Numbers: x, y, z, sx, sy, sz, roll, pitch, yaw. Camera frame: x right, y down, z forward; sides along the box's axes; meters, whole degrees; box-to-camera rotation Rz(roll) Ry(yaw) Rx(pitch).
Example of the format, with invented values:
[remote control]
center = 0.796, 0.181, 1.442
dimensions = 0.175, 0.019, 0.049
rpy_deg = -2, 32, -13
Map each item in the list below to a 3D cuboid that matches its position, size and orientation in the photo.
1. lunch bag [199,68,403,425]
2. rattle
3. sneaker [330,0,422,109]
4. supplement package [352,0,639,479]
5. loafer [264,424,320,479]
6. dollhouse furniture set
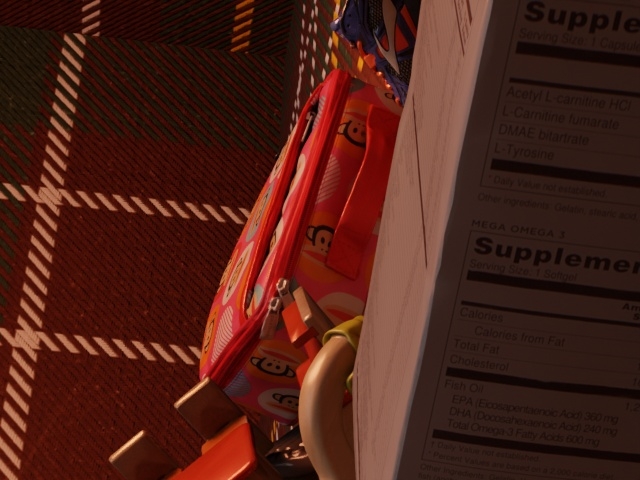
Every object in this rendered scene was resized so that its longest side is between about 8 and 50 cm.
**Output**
[lunch bag]
center = 0.000, 0.000, 1.467
dimensions = 0.258, 0.120, 0.293
rpy_deg = 127, 164, -55
[rattle]
center = 0.063, 0.151, 1.079
dimensions = 0.130, 0.142, 0.200
rpy_deg = 23, -108, -50
[sneaker]
center = 0.054, -0.162, 1.279
dimensions = 0.083, 0.087, 0.221
rpy_deg = -90, -14, -82
[supplement package]
center = 0.093, -0.002, 0.519
dimensions = 0.139, 0.134, 0.244
rpy_deg = -90, 8, -54
[loafer]
center = 0.003, 0.240, 1.555
dimensions = 0.130, 0.134, 0.366
rpy_deg = 54, 164, 7
[dollhouse furniture set]
center = -0.068, 0.172, 1.279
dimensions = 0.259, 0.135, 0.262
rpy_deg = -39, 18, 5
